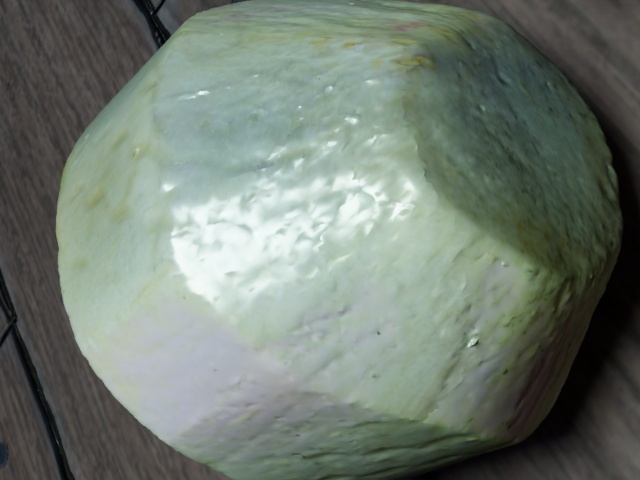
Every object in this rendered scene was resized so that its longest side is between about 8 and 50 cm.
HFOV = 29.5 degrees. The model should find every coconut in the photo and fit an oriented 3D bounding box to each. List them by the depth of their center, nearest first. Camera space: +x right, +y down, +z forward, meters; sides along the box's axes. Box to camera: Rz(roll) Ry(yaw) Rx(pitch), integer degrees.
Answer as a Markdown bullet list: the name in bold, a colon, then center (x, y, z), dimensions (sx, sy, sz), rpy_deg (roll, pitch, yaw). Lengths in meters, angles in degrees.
- **coconut**: center (0.000, 0.000, 0.578), dimensions (0.259, 0.259, 0.259), rpy_deg (-15, 68, 43)
